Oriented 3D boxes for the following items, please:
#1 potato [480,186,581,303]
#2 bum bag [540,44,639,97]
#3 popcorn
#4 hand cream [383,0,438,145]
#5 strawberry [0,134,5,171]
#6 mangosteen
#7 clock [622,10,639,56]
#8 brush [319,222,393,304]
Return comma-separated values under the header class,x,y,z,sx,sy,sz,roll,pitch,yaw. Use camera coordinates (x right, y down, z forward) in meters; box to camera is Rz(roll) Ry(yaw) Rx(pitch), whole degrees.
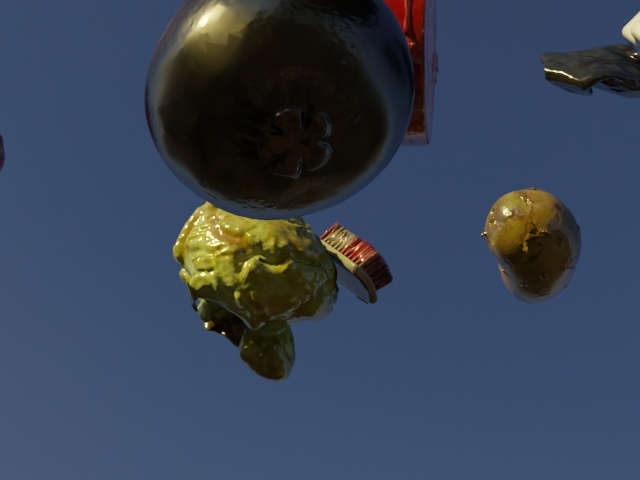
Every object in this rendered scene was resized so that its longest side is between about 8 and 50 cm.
class,x,y,z,sx,sy,sz,roll,pitch,yaw
potato,0.296,0.005,1.514,0.137,0.137,0.176,0,-32,19
bum bag,0.402,-0.206,1.345,0.310,0.137,0.074,0,-70,-22
popcorn,-0.073,0.052,1.248,0.198,0.198,0.212,4,-77,16
hand cream,0.045,-0.182,1.033,0.126,0.193,0.193,3,-54,8
strawberry,-0.477,-0.070,1.146,0.261,0.261,0.257,29,-46,-3
mangosteen,-0.024,-0.083,0.568,0.137,0.151,0.137,-5,-62,-9
clock,0.392,-0.189,0.917,0.231,0.116,0.262,-50,-42,10
brush,0.000,0.000,1.352,0.050,0.321,0.060,-37,-64,-11
